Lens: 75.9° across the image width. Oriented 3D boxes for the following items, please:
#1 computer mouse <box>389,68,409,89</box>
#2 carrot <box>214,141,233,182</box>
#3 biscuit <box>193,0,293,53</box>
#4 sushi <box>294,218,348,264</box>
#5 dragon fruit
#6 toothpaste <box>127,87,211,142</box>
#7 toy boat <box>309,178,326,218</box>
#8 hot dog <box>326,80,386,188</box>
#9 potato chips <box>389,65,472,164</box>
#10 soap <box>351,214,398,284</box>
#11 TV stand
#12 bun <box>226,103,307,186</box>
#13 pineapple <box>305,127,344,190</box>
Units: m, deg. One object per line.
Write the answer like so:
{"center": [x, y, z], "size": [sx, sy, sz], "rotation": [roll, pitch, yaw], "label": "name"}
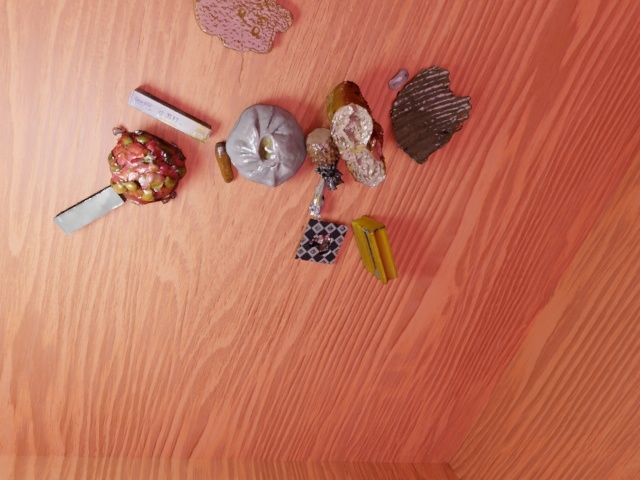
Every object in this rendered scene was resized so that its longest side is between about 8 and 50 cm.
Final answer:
{"center": [0.351, -0.716, 1.830], "size": [0.110, 0.032, 0.056], "rotation": [-42, 118, 5], "label": "computer mouse"}
{"center": [-0.415, -0.334, 1.770], "size": [0.060, 0.060, 0.186], "rotation": [-12, 122, -11], "label": "carrot"}
{"center": [-0.288, -0.863, 1.561], "size": [0.376, 0.051, 0.269], "rotation": [-1, 112, -17], "label": "biscuit"}
{"center": [0.000, 0.000, 2.055], "size": [0.219, 0.047, 0.231], "rotation": [11, 115, -26], "label": "sushi"}
{"center": [-0.695, -0.263, 1.602], "size": [0.314, 0.263, 0.296], "rotation": [22, 107, -24], "label": "dragon fruit"}
{"center": [-0.589, -0.496, 1.625], "size": [0.313, 0.089, 0.071], "rotation": [25, 110, -25], "label": "toothpaste"}
{"center": [-0.004, -0.209, 1.943], "size": [0.066, 0.084, 0.210], "rotation": [17, 102, 1], "label": "toy boat"}
{"center": [0.153, -0.464, 1.698], "size": [0.196, 0.365, 0.367], "rotation": [-22, 129, 11], "label": "hot dog"}
{"center": [0.502, -0.567, 1.909], "size": [0.389, 0.097, 0.373], "rotation": [-47, 117, 6], "label": "potato chips"}
{"center": [0.273, 0.042, 2.068], "size": [0.096, 0.204, 0.324], "rotation": [-28, 121, -15], "label": "soap"}
{"center": [-0.944, -0.133, 1.694], "size": [0.269, 0.083, 0.088], "rotation": [-29, 117, -1], "label": "TV stand"}
{"center": [-0.214, -0.389, 1.724], "size": [0.354, 0.194, 0.354], "rotation": [-6, 116, -12], "label": "bun"}
{"center": [0.035, -0.356, 1.819], "size": [0.141, 0.170, 0.310], "rotation": [-14, 143, 9], "label": "pineapple"}
